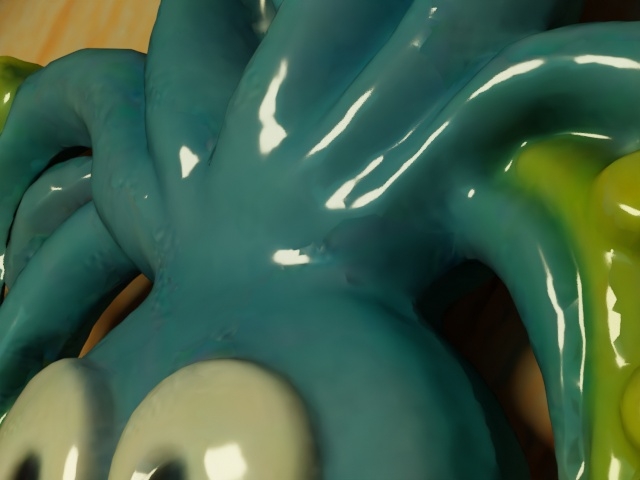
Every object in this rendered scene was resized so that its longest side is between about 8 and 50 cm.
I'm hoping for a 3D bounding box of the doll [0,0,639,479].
[{"bbox_3d":[0.000,0.000,0.461,0.346,0.098,0.341,-3,74,39],"label":"doll"}]
